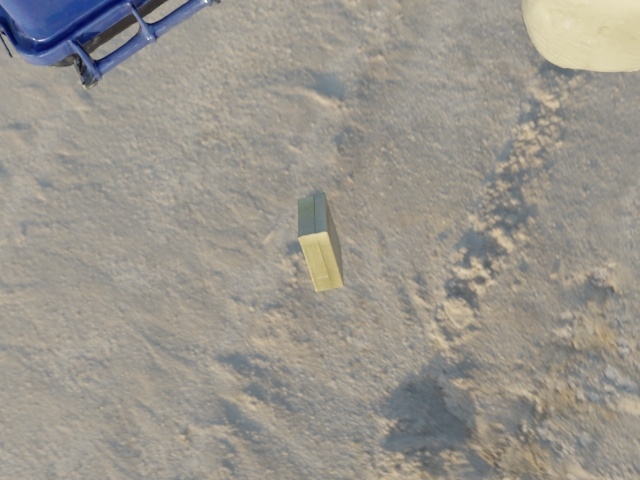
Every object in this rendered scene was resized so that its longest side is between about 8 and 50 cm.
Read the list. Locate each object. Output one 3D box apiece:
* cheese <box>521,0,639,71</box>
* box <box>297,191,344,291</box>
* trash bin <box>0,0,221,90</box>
[{"bbox_3d":[0.254,-0.221,0.610,0.154,0.198,0.189,42,85,9],"label":"cheese"},{"bbox_3d":[0.000,0.000,0.900,0.035,0.079,0.083,-13,34,7],"label":"box"},{"bbox_3d":[-0.169,-0.221,0.454,0.162,0.234,0.184,-35,70,-2],"label":"trash bin"}]
